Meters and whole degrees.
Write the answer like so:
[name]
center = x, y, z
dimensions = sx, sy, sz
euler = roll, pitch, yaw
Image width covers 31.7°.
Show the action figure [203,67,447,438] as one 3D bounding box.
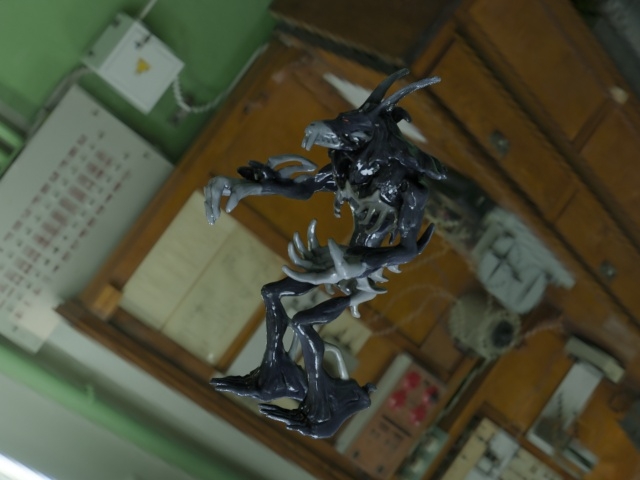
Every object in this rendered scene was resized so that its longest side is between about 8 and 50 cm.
[action figure]
center = 0.000, 0.000, 0.832
dimensions = 0.141, 0.276, 0.164
euler = 9, -169, -34
